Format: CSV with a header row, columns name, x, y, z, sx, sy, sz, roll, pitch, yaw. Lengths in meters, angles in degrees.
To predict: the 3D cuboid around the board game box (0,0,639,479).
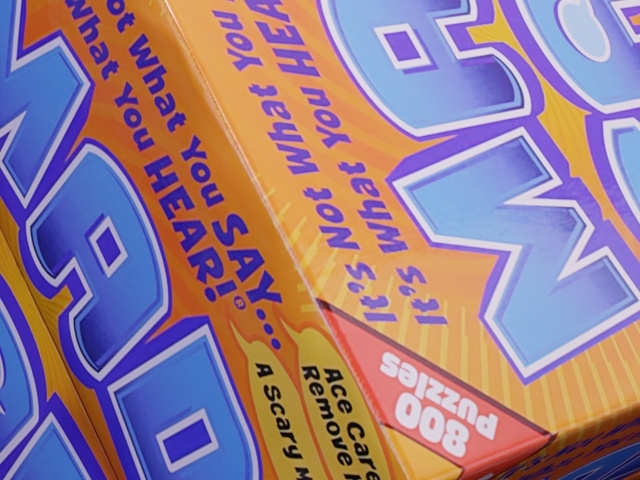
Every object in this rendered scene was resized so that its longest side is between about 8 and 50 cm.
name,x,y,z,sx,sy,sz,roll,pitch,yaw
board game box,0.000,0.000,0.925,0.356,0.357,0.356,-45,67,45
